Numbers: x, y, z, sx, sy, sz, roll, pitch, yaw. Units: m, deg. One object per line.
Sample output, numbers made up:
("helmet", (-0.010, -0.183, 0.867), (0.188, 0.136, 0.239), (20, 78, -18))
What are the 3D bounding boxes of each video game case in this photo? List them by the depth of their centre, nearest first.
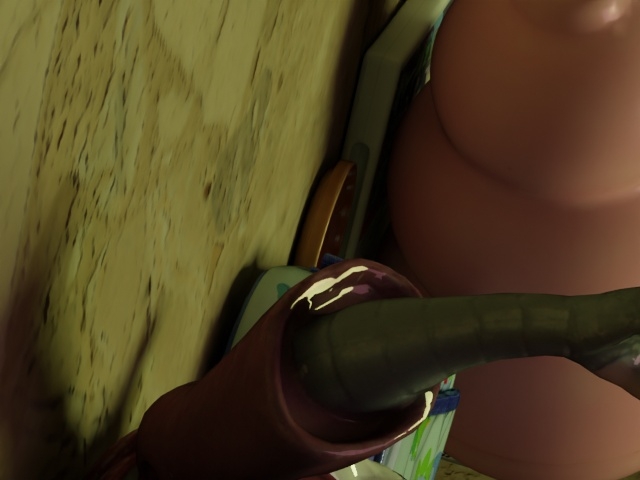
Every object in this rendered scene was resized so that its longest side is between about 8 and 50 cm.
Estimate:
("video game case", (0.034, -0.046, 1.009), (0.201, 0.023, 0.183), (-57, 162, -65))

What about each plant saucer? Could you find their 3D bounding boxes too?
("plant saucer", (0.000, 0.000, 0.876), (0.083, 0.013, 0.083), (17, 90, -83))

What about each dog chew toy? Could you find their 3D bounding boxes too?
("dog chew toy", (0.124, -0.016, 0.933), (0.332, 0.206, 0.206), (85, 21, -50))

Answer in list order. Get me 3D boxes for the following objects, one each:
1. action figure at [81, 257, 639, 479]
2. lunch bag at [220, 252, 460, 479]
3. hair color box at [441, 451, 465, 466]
("action figure", (-0.014, 0.145, 0.450), (0.370, 0.276, 0.248), (-117, -162, -63))
("lunch bag", (0.002, 0.099, 0.786), (0.219, 0.090, 0.176), (32, 74, -80))
("hair color box", (0.110, 0.038, 1.426), (0.374, 0.113, 0.185), (90, 17, -69))
